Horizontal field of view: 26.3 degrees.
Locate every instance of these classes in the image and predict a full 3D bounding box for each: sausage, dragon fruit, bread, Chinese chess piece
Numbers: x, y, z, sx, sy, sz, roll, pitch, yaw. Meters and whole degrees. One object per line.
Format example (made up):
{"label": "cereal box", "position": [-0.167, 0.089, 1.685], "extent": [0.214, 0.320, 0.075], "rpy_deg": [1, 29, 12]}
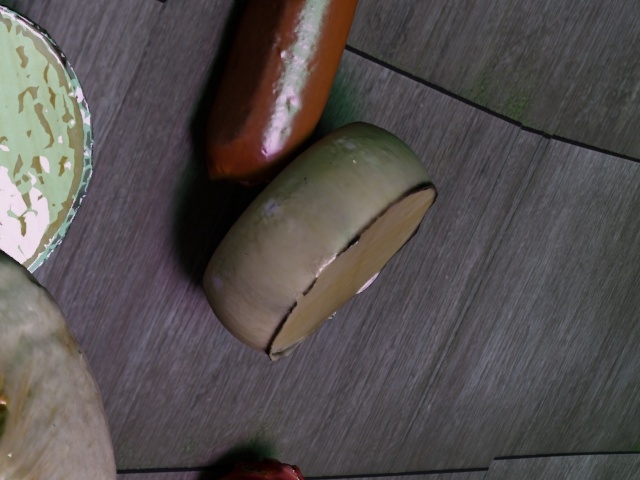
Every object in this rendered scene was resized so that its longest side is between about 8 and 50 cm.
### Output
{"label": "sausage", "position": [-0.020, -0.208, 1.269], "extent": [0.097, 0.094, 0.348], "rpy_deg": [-2, 117, -57]}
{"label": "dragon fruit", "position": [-0.075, 0.319, 1.555], "extent": [0.166, 0.133, 0.136], "rpy_deg": [-14, 132, -47]}
{"label": "bread", "position": [-0.298, -0.064, 1.044], "extent": [0.267, 0.040, 0.267], "rpy_deg": [-14, 116, -31]}
{"label": "Chinese chess piece", "position": [0.000, 0.000, 1.359], "extent": [0.257, 0.104, 0.257], "rpy_deg": [-45, 169, -11]}

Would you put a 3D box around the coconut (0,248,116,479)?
{"label": "coconut", "position": [-0.320, 0.148, 0.886], "extent": [0.344, 0.415, 0.415], "rpy_deg": [-19, 130, -24]}
